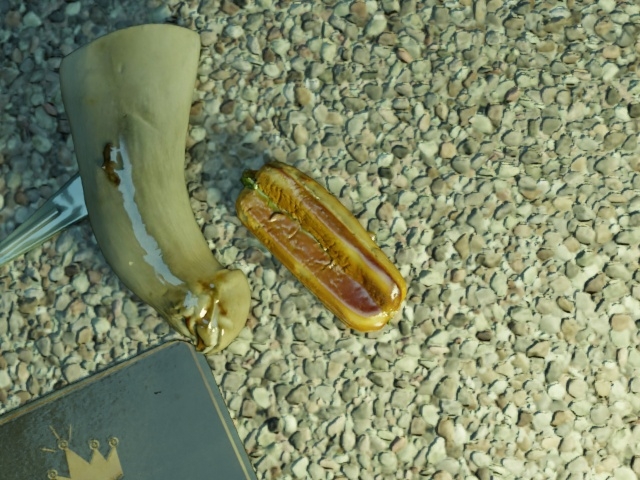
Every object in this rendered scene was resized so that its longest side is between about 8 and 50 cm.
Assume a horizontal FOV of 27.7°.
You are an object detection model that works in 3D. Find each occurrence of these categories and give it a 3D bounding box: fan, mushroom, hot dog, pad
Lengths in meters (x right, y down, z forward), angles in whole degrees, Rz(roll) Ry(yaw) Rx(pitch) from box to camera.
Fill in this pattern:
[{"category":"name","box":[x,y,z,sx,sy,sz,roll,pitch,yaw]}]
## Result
[{"category":"fan","box":[-0.368,0.010,1.571,0.282,0.023,0.057,-38,89,-2]},{"category":"mushroom","box":[-0.193,-0.057,1.517,0.177,0.126,0.397,-9,80,-12]},{"category":"hot dog","box":[0.000,0.000,1.521,0.250,0.076,0.104,43,106,12]},{"category":"pad","box":[-0.260,0.316,1.498,0.375,0.063,0.315,-25,81,1]}]
